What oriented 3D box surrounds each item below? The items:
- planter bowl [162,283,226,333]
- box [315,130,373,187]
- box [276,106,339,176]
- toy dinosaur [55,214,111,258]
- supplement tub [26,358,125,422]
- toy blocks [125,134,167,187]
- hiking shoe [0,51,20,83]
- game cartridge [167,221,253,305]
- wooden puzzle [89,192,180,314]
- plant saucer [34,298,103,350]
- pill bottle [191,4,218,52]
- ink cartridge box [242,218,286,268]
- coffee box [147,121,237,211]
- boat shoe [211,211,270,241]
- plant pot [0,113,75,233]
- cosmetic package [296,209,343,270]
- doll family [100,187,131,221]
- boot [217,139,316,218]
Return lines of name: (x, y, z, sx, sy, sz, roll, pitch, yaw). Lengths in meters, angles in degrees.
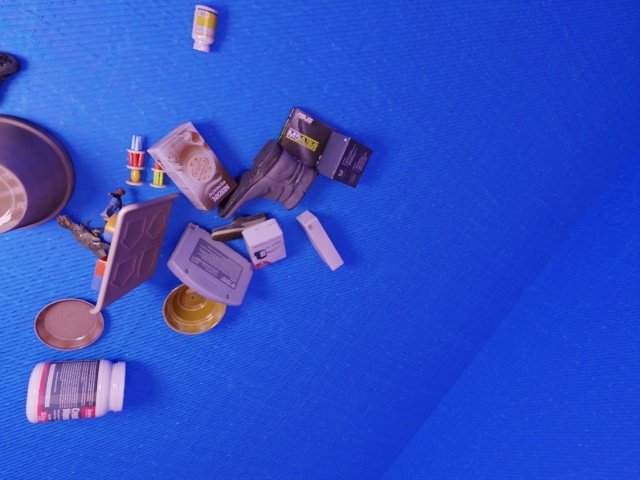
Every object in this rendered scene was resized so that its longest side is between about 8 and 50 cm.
planter bowl: (-0.460, 0.225, 1.481, 0.217, 0.090, 0.217, -9, 114, -21)
box: (0.087, -0.290, 1.476, 0.158, 0.093, 0.155, 11, 107, -51)
box: (-0.053, -0.346, 1.446, 0.191, 0.045, 0.184, 22, 104, -30)
toy dinosaur: (-0.708, 0.001, 1.298, 0.118, 0.064, 0.268, -28, 123, -4)
supplement tub: (-0.818, 0.504, 1.383, 0.273, 0.191, 0.191, 5, 109, -25)
toy blocks: (-0.536, -0.245, 1.269, 0.123, 0.054, 0.148, 3, 109, -24)
hiking shoe: (-0.877, -0.397, 1.047, 0.227, 0.086, 0.114, -41, 166, -23)
game cartridge: (-0.377, 0.097, 1.420, 0.297, 0.062, 0.198, 41, 52, -31)
wooden puzzle: (-0.571, 0.015, 1.237, 0.081, 0.322, 0.347, 25, 103, -2)
plant saucer: (-0.838, 0.276, 1.367, 0.199, 0.036, 0.198, -9, 115, -21)
pill bottle: (-0.340, -0.616, 1.191, 0.065, 0.065, 0.116, 6, 109, -26)
ink cartridge box: (-0.200, 0.015, 1.470, 0.128, 0.072, 0.175, -23, 152, -13)
coffee box: (-0.398, -0.228, 1.288, 0.141, 0.098, 0.246, -50, 124, -23)
boat shoe: (-0.284, -0.052, 1.453, 0.224, 0.080, 0.073, -13, 72, -25)
plant pot: (-0.833, -0.146, 1.050, 0.324, 0.280, 0.322, -10, 116, -21)
cosmetic package: (0.000, 0.000, 1.586, 0.060, 0.099, 0.239, -37, 122, -9)
doll family: (-0.614, -0.079, 1.267, 0.076, 0.111, 0.193, 20, 147, -4)
boot: (-0.180, -0.160, 1.414, 0.338, 0.118, 0.223, -43, 128, 15)
